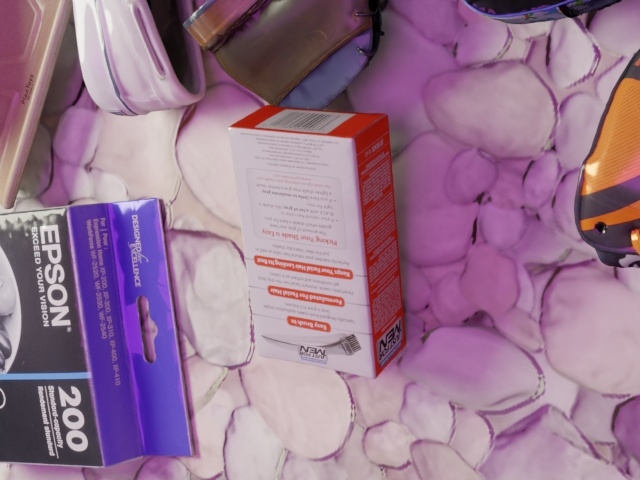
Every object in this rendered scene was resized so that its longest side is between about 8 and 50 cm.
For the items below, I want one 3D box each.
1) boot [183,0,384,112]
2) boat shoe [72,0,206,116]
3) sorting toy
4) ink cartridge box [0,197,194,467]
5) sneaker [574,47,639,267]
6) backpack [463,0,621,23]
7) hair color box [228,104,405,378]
[{"bbox_3d":[0.024,-0.164,0.764,0.219,0.082,0.106,-33,102,27],"label":"boot"},{"bbox_3d":[-0.127,-0.217,0.827,0.084,0.095,0.258,-2,108,26],"label":"boat shoe"},{"bbox_3d":[-0.281,-0.153,0.955,0.208,0.038,0.193,33,113,27],"label":"sorting toy"},{"bbox_3d":[-0.206,0.075,0.941,0.208,0.045,0.206,-5,95,29],"label":"ink cartridge box"},{"bbox_3d":[0.246,0.025,0.639,0.180,0.125,0.321,-15,80,35],"label":"sneaker"},{"bbox_3d":[0.131,-0.175,0.678,0.114,0.084,0.105,-14,91,26],"label":"backpack"},{"bbox_3d":[0.000,0.000,0.781,0.093,0.053,0.167,8,116,28],"label":"hair color box"}]
